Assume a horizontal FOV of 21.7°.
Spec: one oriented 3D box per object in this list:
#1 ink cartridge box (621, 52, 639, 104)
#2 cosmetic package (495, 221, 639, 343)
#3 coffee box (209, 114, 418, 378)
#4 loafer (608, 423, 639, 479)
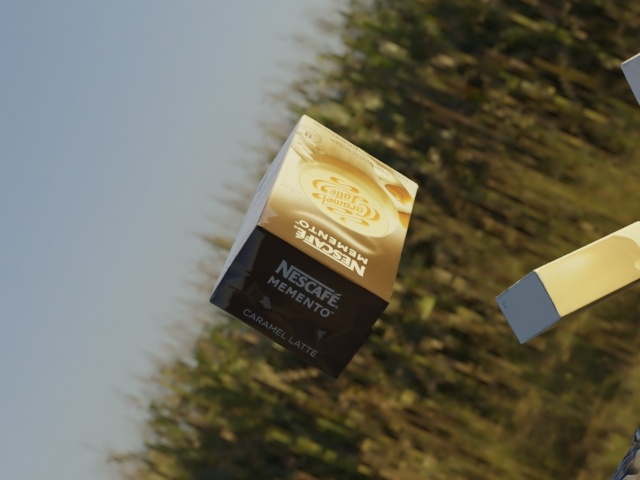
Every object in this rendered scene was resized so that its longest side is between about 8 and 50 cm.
[{"bbox_3d":[0.385,-0.151,1.511,0.128,0.127,0.176,-29,0,-20],"label":"ink cartridge box"},{"bbox_3d":[0.193,0.031,1.238,0.115,0.041,0.060,-23,-11,-32],"label":"cosmetic package"},{"bbox_3d":[0.000,0.000,1.560,0.098,0.141,0.246,-56,8,28],"label":"coffee box"},{"bbox_3d":[0.181,0.080,0.585,0.366,0.130,0.134,-43,-18,-50],"label":"loafer"}]
